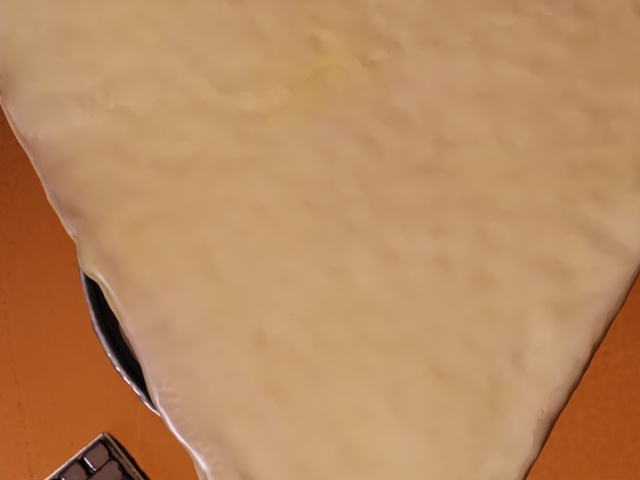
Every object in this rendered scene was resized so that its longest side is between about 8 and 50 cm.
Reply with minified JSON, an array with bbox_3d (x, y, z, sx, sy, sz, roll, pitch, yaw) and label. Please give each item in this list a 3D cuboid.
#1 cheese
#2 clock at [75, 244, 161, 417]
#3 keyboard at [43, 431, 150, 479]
[{"bbox_3d":[0.053,-0.041,0.669,0.384,0.104,0.384,0,78,0],"label":"cheese"},{"bbox_3d":[0.000,0.000,0.795,0.281,0.055,0.280,0,78,0],"label":"clock"},{"bbox_3d":[-0.215,0.246,0.760,0.317,0.027,0.106,-40,80,-8],"label":"keyboard"}]
